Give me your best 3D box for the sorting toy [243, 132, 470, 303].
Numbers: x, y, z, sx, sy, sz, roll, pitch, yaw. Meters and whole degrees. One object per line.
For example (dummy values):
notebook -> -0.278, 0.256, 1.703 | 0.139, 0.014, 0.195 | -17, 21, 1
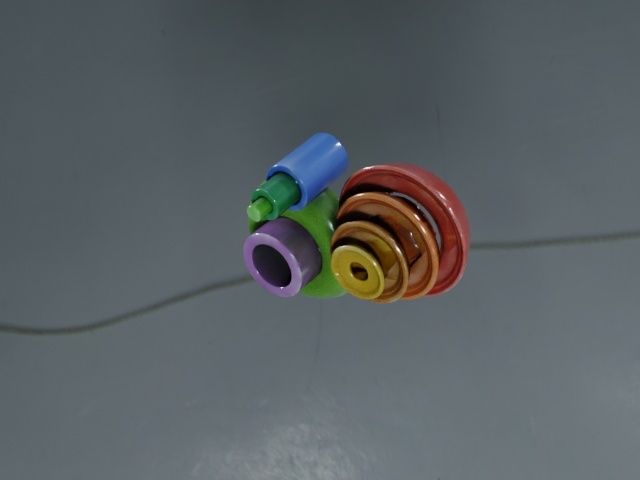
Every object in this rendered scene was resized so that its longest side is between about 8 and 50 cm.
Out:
sorting toy -> 0.000, 0.000, 0.343 | 0.042, 0.102, 0.061 | -40, 110, -39
